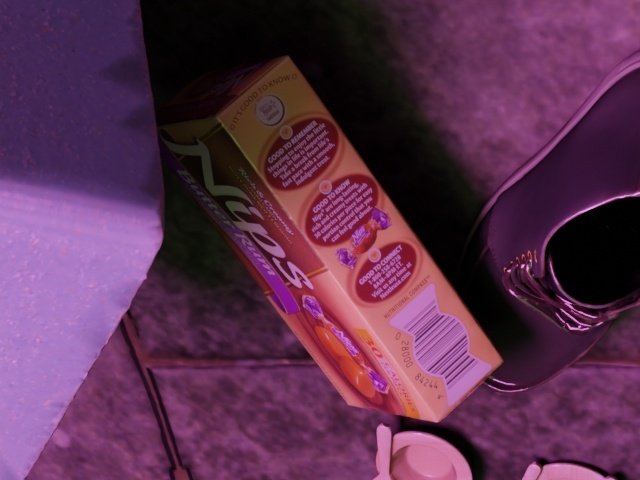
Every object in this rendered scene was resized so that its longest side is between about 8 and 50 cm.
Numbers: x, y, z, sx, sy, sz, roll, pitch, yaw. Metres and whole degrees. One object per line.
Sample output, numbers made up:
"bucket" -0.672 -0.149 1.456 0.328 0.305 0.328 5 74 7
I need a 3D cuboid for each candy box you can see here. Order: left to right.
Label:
"candy box" 0.000 0.000 0.982 0.187 0.053 0.109 53 162 -16

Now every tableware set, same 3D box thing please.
"tableware set" 0.091 0.167 1.125 0.168 0.020 0.141 15 128 13

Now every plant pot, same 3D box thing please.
"plant pot" -0.237 -0.038 0.875 0.252 0.248 0.247 11 135 -23

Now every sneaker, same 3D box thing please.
"sneaker" 0.109 0.016 0.942 0.083 0.118 0.222 29 131 1
